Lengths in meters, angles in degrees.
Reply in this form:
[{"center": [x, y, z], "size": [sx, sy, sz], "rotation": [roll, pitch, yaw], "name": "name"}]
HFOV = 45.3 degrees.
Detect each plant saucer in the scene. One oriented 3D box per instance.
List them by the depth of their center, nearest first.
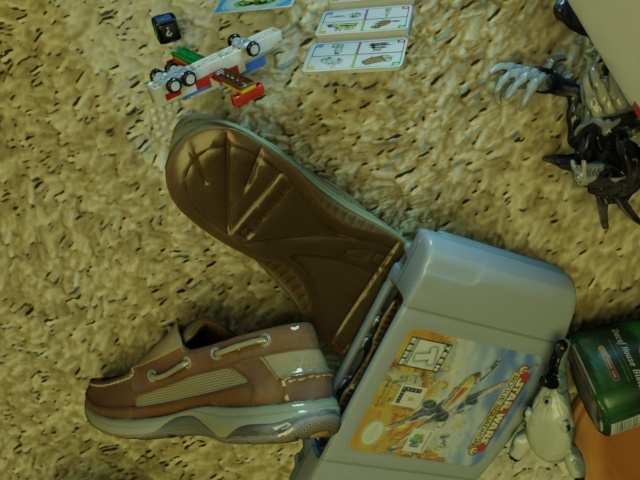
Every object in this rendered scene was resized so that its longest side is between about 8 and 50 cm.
[{"center": [0.351, 0.207, 0.773], "size": [0.200, 0.037, 0.200], "rotation": [3, 107, 9], "name": "plant saucer"}]

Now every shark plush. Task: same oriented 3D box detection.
[{"center": [0.219, 0.158, 0.743], "size": [0.073, 0.067, 0.161], "rotation": [2, 124, 34], "name": "shark plush"}]

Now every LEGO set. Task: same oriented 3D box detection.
[{"center": [-0.042, -0.163, 0.658], "size": [0.244, 0.182, 0.060], "rotation": [-1, 129, 12], "name": "LEGO set"}]

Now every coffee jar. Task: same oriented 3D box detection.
[{"center": [0.329, 0.108, 0.704], "size": [0.184, 0.096, 0.079], "rotation": [-18, 140, 4], "name": "coffee jar"}]

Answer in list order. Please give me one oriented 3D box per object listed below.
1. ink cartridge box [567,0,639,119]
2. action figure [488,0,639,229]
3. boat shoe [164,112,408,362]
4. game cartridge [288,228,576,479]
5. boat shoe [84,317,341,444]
[{"center": [0.340, -0.182, 0.518], "size": [0.306, 0.131, 0.226], "rotation": [-43, 104, -22], "name": "ink cartridge box"}, {"center": [0.224, -0.133, 0.628], "size": [0.141, 0.164, 0.275], "rotation": [-12, 103, -29], "name": "action figure"}, {"center": [0.000, 0.000, 0.729], "size": [0.121, 0.110, 0.341], "rotation": [-43, 115, 8], "name": "boat shoe"}, {"center": [0.113, 0.141, 0.739], "size": [0.198, 0.062, 0.297], "rotation": [16, 112, -21], "name": "game cartridge"}, {"center": [-0.115, 0.134, 0.761], "size": [0.324, 0.123, 0.116], "rotation": [-9, 81, 35], "name": "boat shoe"}]
